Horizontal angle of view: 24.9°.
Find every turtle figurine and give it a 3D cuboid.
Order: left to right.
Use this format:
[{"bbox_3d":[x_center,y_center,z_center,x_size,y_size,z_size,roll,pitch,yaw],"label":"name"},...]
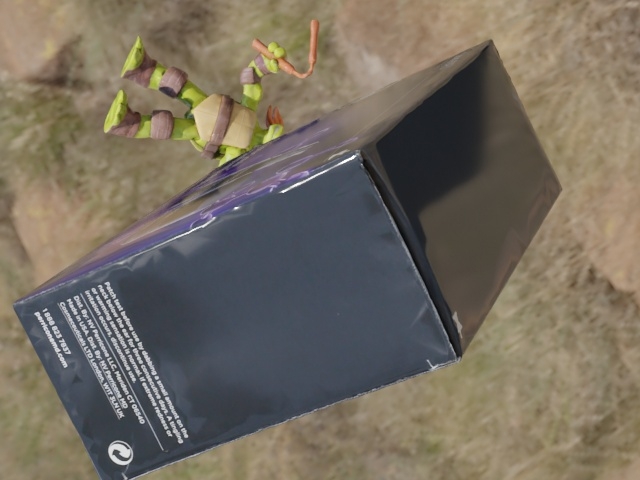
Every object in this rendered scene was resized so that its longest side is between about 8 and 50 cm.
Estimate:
[{"bbox_3d":[-0.116,-0.145,1.602,0.217,0.270,0.087,21,172,-15],"label":"turtle figurine"}]

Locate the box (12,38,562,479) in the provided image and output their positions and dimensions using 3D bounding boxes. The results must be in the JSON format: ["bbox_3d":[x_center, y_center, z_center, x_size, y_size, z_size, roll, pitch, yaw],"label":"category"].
[{"bbox_3d":[0.000,0.000,0.718,0.184,0.261,0.103,-20,100,23],"label":"box"}]
